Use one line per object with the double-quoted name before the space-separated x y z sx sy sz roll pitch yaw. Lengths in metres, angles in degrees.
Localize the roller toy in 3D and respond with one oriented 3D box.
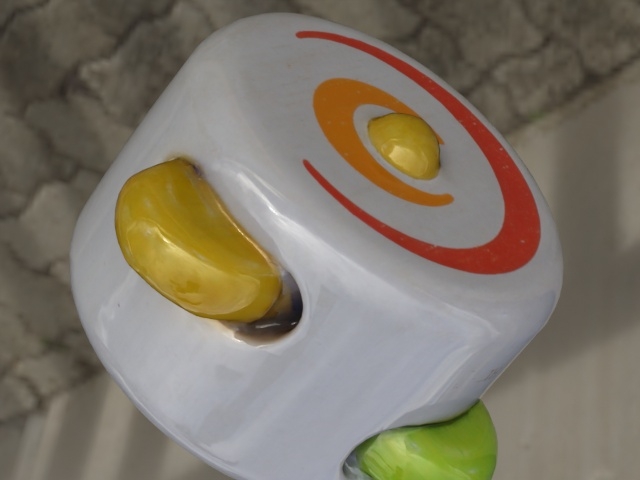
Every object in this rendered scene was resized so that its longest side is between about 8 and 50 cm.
"roller toy" 0.000 0.000 0.830 0.209 0.191 0.146 25 123 -21
